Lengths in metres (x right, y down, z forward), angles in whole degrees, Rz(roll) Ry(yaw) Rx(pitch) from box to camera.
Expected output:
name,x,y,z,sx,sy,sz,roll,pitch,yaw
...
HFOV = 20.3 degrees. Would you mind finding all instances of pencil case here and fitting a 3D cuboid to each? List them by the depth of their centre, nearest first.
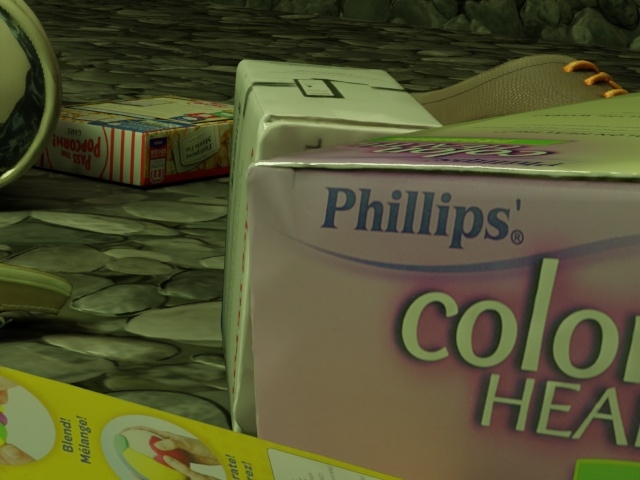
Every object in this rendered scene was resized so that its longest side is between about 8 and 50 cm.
name,x,y,z,sx,sy,sz,roll,pitch,yaw
pencil case,-0.315,-0.141,1.379,0.160,0.183,0.410,-6,17,-19

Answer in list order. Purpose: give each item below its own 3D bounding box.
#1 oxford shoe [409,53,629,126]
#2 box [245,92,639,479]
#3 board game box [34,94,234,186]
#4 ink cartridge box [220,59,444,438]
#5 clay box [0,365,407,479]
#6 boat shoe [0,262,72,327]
name,x,y,z,sx,sy,sz,roll,pitch,yaw
oxford shoe,0.147,-0.042,0.951,0.363,0.133,0.130,1,-19,34
box,0.136,0.022,0.544,0.213,0.117,0.243,4,10,36
board game box,-0.133,-0.085,1.463,0.146,0.045,0.193,12,15,36
ink cartridge box,0.000,0.000,0.849,0.086,0.148,0.203,4,13,-7
clay box,-0.063,0.087,0.382,0.222,0.053,0.127,18,31,-22
boat shoe,-0.206,0.031,0.924,0.153,0.048,0.056,5,-2,-24
